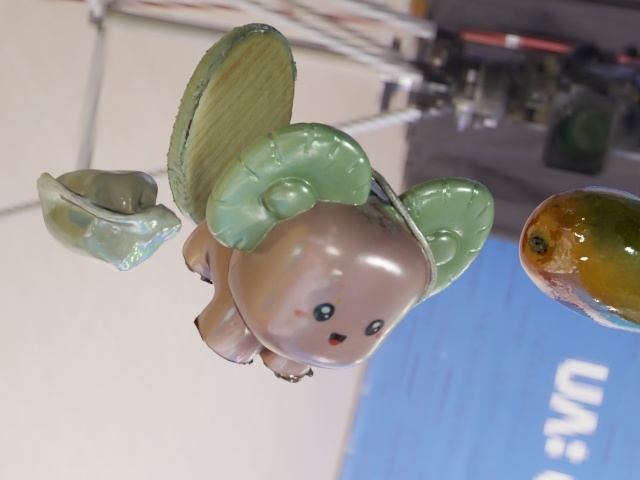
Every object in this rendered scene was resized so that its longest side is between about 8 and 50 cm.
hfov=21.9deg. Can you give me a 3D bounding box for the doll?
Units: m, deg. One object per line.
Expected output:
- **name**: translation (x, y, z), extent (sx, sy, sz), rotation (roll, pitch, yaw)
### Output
- **doll**: translation (0.000, 0.000, 1.547), extent (0.268, 0.284, 0.216), rotation (-48, -140, 30)

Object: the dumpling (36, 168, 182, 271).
- **dumpling**: translation (-0.262, -0.030, 2.116), extent (0.250, 0.162, 0.132), rotation (32, 73, -64)

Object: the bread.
- **bread**: translation (-0.108, -0.136, 1.996), extent (0.267, 0.040, 0.267), rotation (-47, 148, -42)

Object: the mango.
- **mango**: translation (0.340, 0.031, 1.829), extent (0.146, 0.289, 0.129), rotation (-58, -152, 4)
